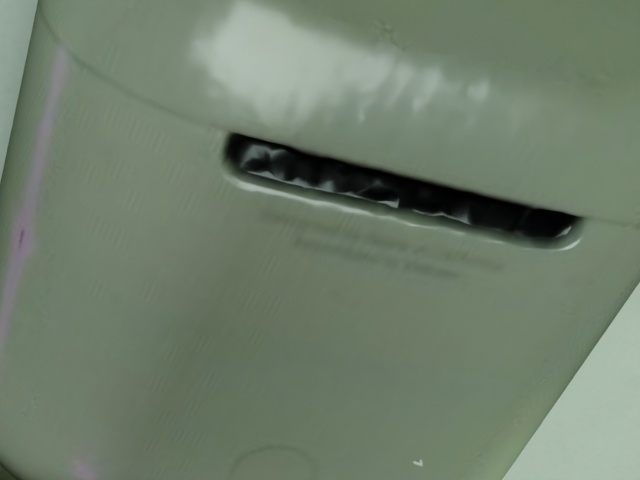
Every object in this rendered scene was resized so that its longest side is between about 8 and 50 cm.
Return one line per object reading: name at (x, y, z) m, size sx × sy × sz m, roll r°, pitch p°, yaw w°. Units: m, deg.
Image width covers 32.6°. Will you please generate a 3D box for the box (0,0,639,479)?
box at (0.000, 0.001, 0.502) m, size 0.289 × 0.141 × 0.349 m, roll 13°, pitch 125°, yaw -16°
